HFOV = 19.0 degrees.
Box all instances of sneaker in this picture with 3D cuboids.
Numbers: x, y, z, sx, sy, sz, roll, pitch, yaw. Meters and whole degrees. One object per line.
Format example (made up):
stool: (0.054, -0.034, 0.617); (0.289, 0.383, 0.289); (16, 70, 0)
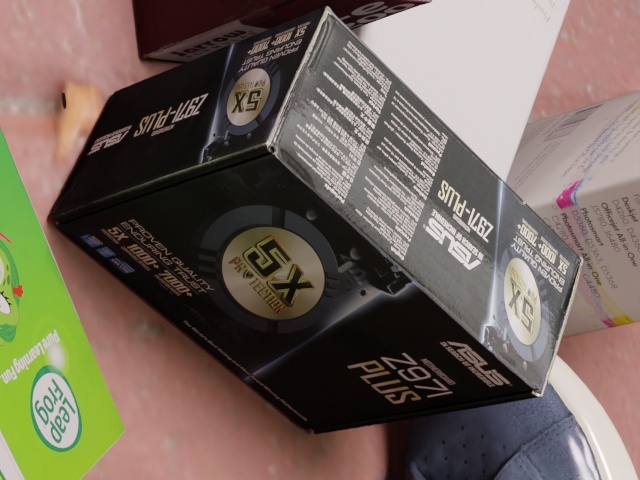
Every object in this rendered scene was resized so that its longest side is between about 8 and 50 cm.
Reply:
sneaker: (0.067, 0.210, 0.866); (0.148, 0.131, 0.350); (4, 74, -40)

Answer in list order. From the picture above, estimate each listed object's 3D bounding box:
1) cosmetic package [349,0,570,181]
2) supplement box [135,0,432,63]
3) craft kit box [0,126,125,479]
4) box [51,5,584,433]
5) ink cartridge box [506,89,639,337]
cosmetic package: (0.051, -0.107, 0.965); (0.117, 0.085, 0.231); (43, 55, -28)
supplement box: (-0.030, -0.211, 0.879); (0.073, 0.130, 0.239); (1, 79, -44)
craft kit box: (-0.178, 0.013, 0.658); (0.250, 0.061, 0.246); (-49, 123, -64)
box: (0.000, 0.000, 0.841); (0.180, 0.147, 0.077); (42, 53, -29)
ink cartridge box: (0.170, -0.023, 0.952); (0.134, 0.231, 0.078); (-42, 109, -41)
